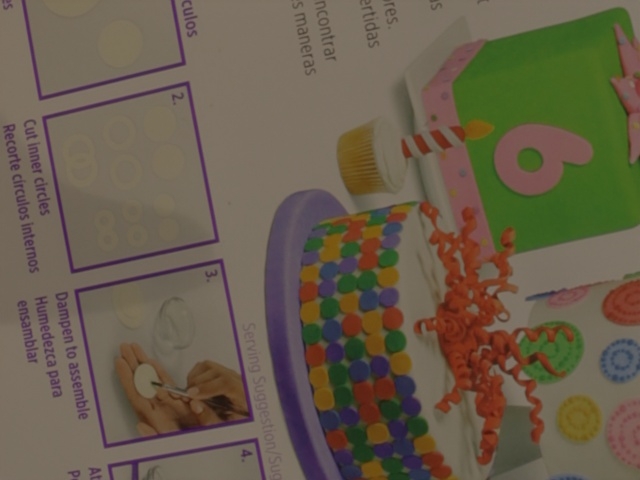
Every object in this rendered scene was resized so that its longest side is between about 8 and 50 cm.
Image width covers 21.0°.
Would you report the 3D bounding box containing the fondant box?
[{"bbox_3d":[0.000,0.000,0.567,0.096,0.330,0.238,-1,80,-73],"label":"fondant box"}]
